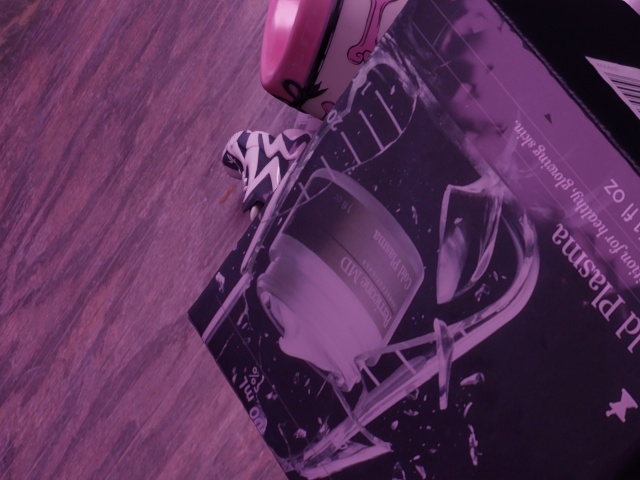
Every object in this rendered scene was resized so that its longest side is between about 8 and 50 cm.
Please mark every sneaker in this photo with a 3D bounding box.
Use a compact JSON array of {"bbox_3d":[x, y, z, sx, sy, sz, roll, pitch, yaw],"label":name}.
[{"bbox_3d":[-0.086,-0.071,2.582,0.235,0.094,0.153,1,63,49],"label":"sneaker"}]

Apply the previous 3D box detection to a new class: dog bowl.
[{"bbox_3d":[0.035,-0.339,2.311,0.408,0.150,0.407,-167,90,-79],"label":"dog bowl"}]

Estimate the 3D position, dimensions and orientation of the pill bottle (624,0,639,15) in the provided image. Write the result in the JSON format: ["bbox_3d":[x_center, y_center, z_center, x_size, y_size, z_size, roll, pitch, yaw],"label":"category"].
[{"bbox_3d":[0.337,-0.217,1.892,0.283,0.160,0.160,-60,30,15],"label":"pill bottle"}]

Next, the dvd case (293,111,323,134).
[{"bbox_3d":[0.045,-0.255,2.552,0.179,0.030,0.238,4,75,60],"label":"dvd case"}]

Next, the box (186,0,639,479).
[{"bbox_3d":[0.195,0.075,1.668,0.471,0.297,0.480,-55,51,26],"label":"box"}]
